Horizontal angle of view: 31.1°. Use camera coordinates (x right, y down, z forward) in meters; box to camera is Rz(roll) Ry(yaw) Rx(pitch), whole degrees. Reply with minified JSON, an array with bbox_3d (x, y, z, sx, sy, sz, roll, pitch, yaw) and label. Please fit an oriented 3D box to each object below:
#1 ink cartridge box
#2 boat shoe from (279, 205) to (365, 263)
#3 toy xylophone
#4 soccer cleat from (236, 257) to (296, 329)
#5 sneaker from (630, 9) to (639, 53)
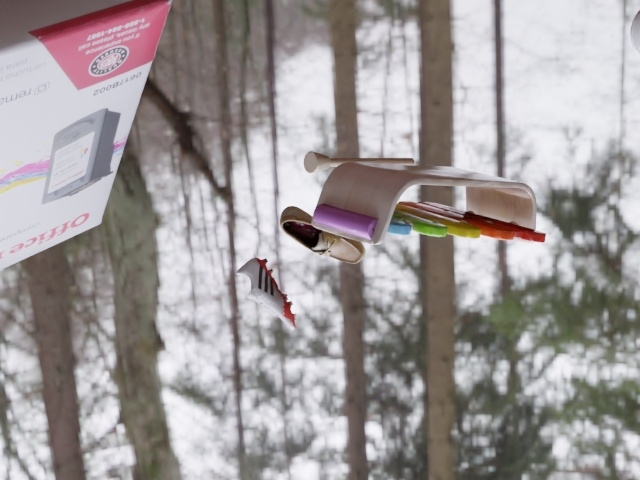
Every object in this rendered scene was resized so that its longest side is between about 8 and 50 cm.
[{"bbox_3d":[-0.269,-0.101,0.916,0.226,0.306,0.131,-28,-111,-34],"label":"ink cartridge box"},{"bbox_3d":[0.000,0.000,1.654,0.135,0.050,0.045,26,-153,-2],"label":"boat shoe"},{"bbox_3d":[0.122,-0.052,1.443,0.323,0.081,0.236,2,-168,-36],"label":"toy xylophone"},{"bbox_3d":[-0.053,0.056,1.147,0.036,0.083,0.029,-29,173,-10],"label":"soccer cleat"},{"bbox_3d":[0.369,-0.156,0.931,0.235,0.090,0.095,8,-139,20],"label":"sneaker"}]
